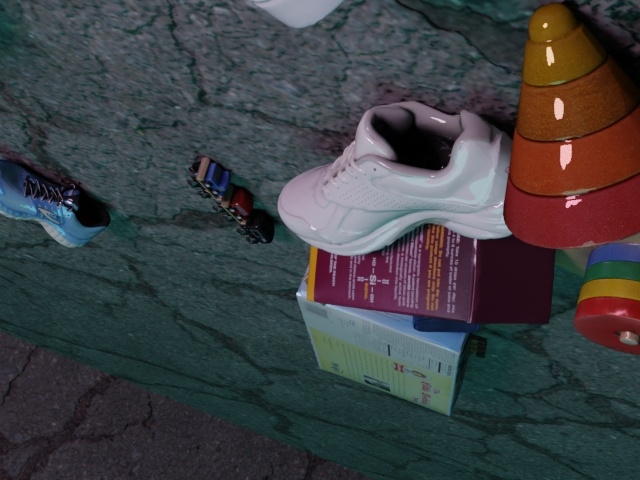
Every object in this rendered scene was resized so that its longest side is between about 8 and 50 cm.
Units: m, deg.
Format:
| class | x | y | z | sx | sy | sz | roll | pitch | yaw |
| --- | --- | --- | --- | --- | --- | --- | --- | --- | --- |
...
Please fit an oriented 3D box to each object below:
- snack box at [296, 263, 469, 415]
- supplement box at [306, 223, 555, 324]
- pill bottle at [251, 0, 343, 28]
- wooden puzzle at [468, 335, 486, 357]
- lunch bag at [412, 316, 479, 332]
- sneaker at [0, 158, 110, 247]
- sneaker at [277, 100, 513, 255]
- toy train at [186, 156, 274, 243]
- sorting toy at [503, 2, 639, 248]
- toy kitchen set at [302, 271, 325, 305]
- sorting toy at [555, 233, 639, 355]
| class | x | y | z | sx | sy | sz | roll | pitch | yaw |
| --- | --- | --- | --- | --- | --- | --- | --- | --- | --- |
| snack box | 0.081 | 0.121 | 1.239 | 0.187 | 0.060 | 0.322 | 19 | 162 | 12 |
| supplement box | 0.089 | 0.022 | 0.871 | 0.104 | 0.081 | 0.188 | 5 | 179 | -42 |
| pill bottle | -0.059 | -0.179 | 0.477 | 0.180 | 0.108 | 0.108 | 31 | 158 | -31 |
| wooden puzzle | 0.174 | 0.122 | 1.244 | 0.049 | 0.006 | 0.083 | 14 | 160 | 13 |
| lunch bag | 0.122 | 0.047 | 1.001 | 0.067 | 0.065 | 0.098 | 1 | 158 | 3 |
| sneaker | -0.301 | -0.051 | 1.164 | 0.073 | 0.063 | 0.162 | -18 | 147 | 33 |
| sneaker | 0.048 | -0.057 | 0.774 | 0.232 | 0.090 | 0.115 | -10 | 141 | 38 |
| toy train | -0.084 | -0.035 | 1.022 | 0.036 | 0.027 | 0.158 | 5 | 157 | 26 |
| sorting toy | 0.243 | -0.081 | 0.527 | 0.365 | 0.127 | 0.126 | -2 | 123 | 40 |
| toy kitchen set | 0.000 | 0.000 | 0.988 | 0.075 | 0.083 | 0.068 | 35 | -163 | -39 |
| sorting toy | 0.329 | 0.052 | 0.780 | 0.257 | 0.089 | 0.255 | 23 | 161 | -13 |
